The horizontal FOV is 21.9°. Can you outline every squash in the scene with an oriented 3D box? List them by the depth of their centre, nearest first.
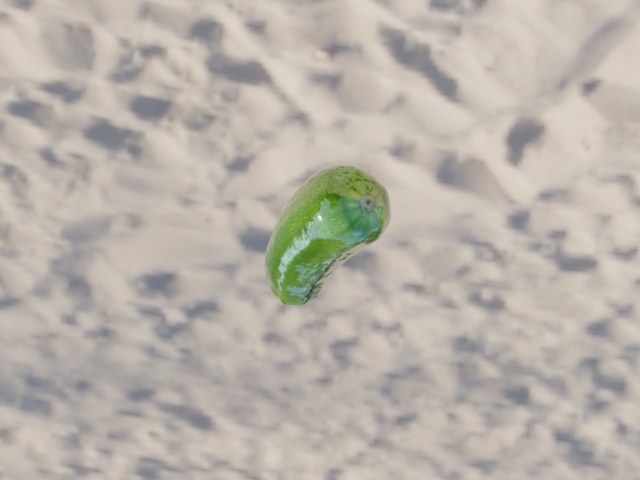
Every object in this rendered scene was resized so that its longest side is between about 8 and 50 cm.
[{"bbox_3d":[-0.001,-0.001,0.487,0.027,0.027,0.089,15,158,-13],"label":"squash"}]
